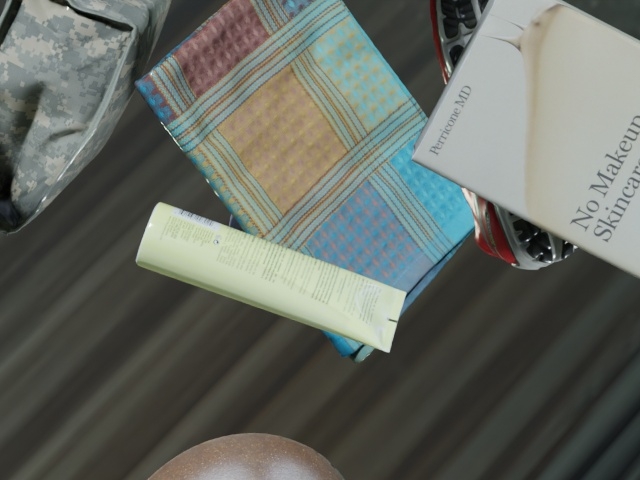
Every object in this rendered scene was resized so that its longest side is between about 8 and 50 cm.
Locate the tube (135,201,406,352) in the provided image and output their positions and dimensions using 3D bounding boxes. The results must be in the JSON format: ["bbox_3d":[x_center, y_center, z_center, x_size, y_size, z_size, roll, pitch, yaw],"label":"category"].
[{"bbox_3d":[-0.044,0.035,1.691,0.240,0.070,0.062,19,167,0],"label":"tube"}]

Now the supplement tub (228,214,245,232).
[{"bbox_3d":[0.000,0.000,2.110,0.198,0.106,0.106,22,157,13],"label":"supplement tub"}]

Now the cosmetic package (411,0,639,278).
[{"bbox_3d":[0.239,-0.064,1.432,0.309,0.160,0.113,26,-170,-1],"label":"cosmetic package"}]

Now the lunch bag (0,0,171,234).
[{"bbox_3d":[-0.296,-0.164,2.085,0.169,0.287,0.235,25,-160,-2],"label":"lunch bag"}]

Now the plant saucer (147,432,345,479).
[{"bbox_3d":[-0.053,0.235,1.332,0.198,0.198,0.036,52,170,-23],"label":"plant saucer"}]

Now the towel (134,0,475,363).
[{"bbox_3d":[0.005,-0.091,1.964,0.370,0.271,0.040,53,146,-15],"label":"towel"}]

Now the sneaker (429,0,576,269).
[{"bbox_3d":[0.134,-0.108,1.592,0.118,0.107,0.279,-2,102,61],"label":"sneaker"}]
